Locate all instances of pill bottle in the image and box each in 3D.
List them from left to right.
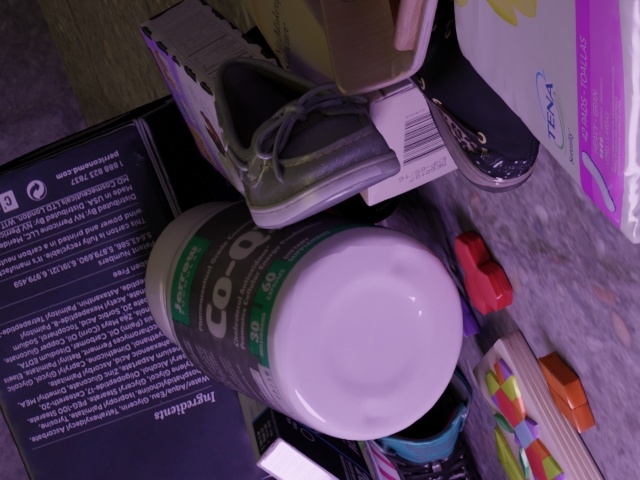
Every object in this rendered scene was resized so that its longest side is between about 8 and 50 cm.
[{"bbox_3d":[-0.031,0.065,1.867,0.361,0.204,0.204,15,128,61],"label":"pill bottle"}]

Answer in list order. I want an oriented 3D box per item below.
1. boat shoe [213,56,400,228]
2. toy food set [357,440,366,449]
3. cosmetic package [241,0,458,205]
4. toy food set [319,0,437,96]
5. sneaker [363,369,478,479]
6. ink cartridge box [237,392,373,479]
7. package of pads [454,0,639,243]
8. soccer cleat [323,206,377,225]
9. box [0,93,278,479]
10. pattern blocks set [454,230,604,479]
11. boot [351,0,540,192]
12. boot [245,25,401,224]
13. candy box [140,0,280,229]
[{"bbox_3d":[-0.025,-0.087,1.510,0.103,0.118,0.320,66,174,-15],"label":"boat shoe"},{"bbox_3d":[0.046,0.217,2.335,0.218,0.071,0.128,83,-177,-53],"label":"toy food set"},{"bbox_3d":[0.019,-0.203,1.624,0.309,0.113,0.160,58,164,29],"label":"cosmetic package"},{"bbox_3d":[0.018,-0.256,1.287,0.306,0.092,0.220,96,165,-73],"label":"toy food set"},{"bbox_3d":[0.117,0.228,1.963,0.295,0.124,0.178,63,173,4],"label":"sneaker"},{"bbox_3d":[0.006,0.231,1.987,0.208,0.045,0.206,40,-169,-22],"label":"ink cartridge box"},{"bbox_3d":[0.164,-0.174,1.131,0.229,0.101,0.296,55,162,41],"label":"package of pads"},{"bbox_3d":[0.000,0.000,2.090,0.248,0.083,0.095,-152,55,-62],"label":"soccer cleat"},{"bbox_3d":[-0.211,0.089,2.289,0.480,0.297,0.472,-56,-56,-79],"label":"box"},{"bbox_3d":[0.200,0.176,1.738,0.325,0.026,0.285,59,165,28],"label":"pattern blocks set"},{"bbox_3d":[0.109,-0.166,1.404,0.236,0.085,0.178,60,163,11],"label":"boot"},{"bbox_3d":[0.008,-0.142,1.795,0.246,0.094,0.207,57,168,13],"label":"boot"},{"bbox_3d":[-0.081,-0.126,1.792,0.196,0.070,0.165,44,162,53],"label":"candy box"}]
